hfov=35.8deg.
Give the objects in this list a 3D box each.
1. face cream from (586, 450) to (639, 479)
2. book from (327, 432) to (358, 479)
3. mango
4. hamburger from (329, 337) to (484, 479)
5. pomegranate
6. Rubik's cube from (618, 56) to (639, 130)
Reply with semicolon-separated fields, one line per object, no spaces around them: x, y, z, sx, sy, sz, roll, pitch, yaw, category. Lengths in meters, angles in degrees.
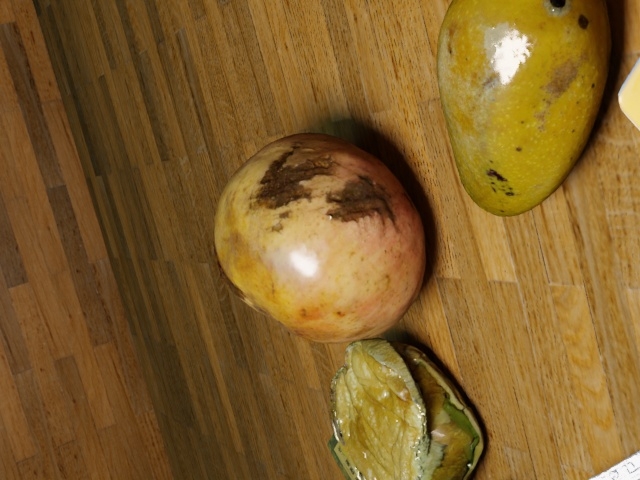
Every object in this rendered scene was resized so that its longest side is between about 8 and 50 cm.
0.418;0.424;1.082;0.135;0.086;0.385;-38;68;24;face cream
0.084;0.391;1.793;0.160;0.024;0.228;57;150;22;book
0.202;-0.147;1.050;0.176;0.176;0.329;-69;-12;-49;mango
0.128;0.284;1.514;0.265;0.134;0.285;58;144;32;hamburger
0.000;0.000;1.406;0.322;0.322;0.322;42;142;45;pomegranate
0.400;-0.110;0.529;0.291;0.290;0.291;58;150;27;Rubik's cube
